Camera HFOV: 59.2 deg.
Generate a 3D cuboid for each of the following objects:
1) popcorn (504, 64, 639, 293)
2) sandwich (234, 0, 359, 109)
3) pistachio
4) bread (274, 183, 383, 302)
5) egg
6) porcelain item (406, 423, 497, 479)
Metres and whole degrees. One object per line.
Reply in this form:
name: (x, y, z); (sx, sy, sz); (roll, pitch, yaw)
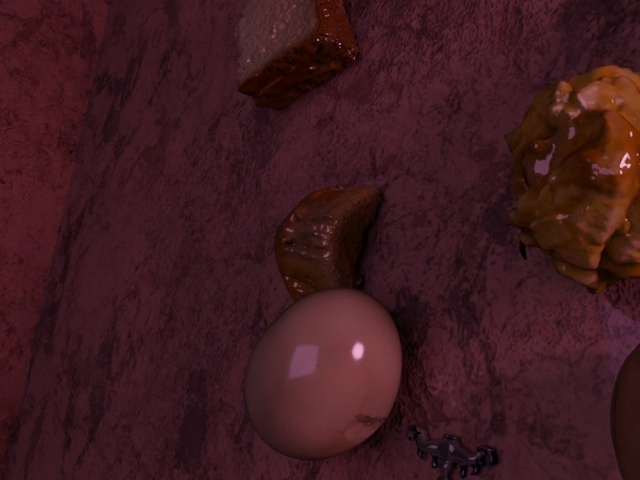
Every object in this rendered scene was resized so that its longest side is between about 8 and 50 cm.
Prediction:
popcorn: (0.313, -0.066, 0.642); (0.225, 0.249, 0.250); (-26, 56, 56)
sandwich: (-0.060, -0.478, 1.232); (0.262, 0.131, 0.326); (-24, 61, 37)
pistachio: (0.364, 0.189, 0.562); (0.135, 0.135, 0.226); (-2, 79, 44)
bread: (-0.007, 0.004, 0.983); (0.174, 0.133, 0.252); (10, 80, 44)
egg: (0.005, 0.196, 0.833); (0.269, 0.219, 0.219); (-51, 46, 17)
porcelain item: (0.172, 0.304, 0.768); (0.136, 0.021, 0.075); (2, 76, 45)
